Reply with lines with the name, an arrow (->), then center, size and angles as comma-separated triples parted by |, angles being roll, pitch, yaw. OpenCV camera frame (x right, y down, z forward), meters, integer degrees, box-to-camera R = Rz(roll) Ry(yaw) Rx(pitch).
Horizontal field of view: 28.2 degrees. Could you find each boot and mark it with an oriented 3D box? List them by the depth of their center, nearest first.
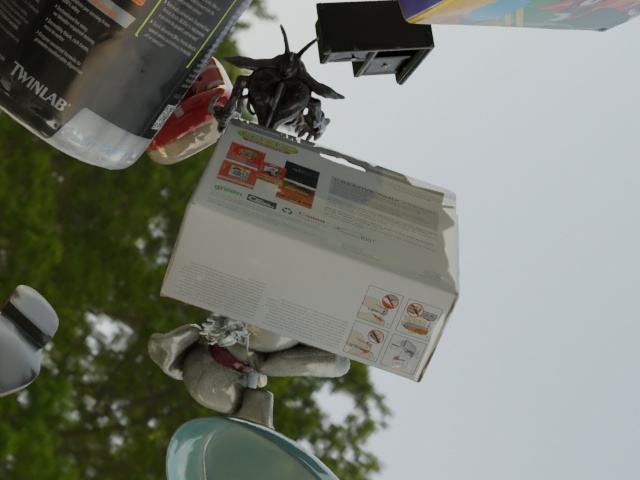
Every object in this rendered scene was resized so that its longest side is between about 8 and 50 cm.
boot -> -0.431, 0.157, 1.641 | 0.115, 0.112, 0.305 | -40, -173, 12

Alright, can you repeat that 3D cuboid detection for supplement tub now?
supplement tub -> -0.175, -0.253, 1.220 | 0.338, 0.207, 0.207 | -52, -155, 8

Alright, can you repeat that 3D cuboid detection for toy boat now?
toy boat -> -0.209, -0.214, 1.796 | 0.151, 0.151, 0.231 | -30, -148, 2

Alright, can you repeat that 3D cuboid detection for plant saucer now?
plant saucer -> -0.038, 0.310, 1.333 | 0.044, 0.317, 0.318 | -34, -167, -38

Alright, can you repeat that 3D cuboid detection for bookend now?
bookend -> 0.058, -0.270, 1.766 | 0.156, 0.157, 0.072 | 137, -53, -72

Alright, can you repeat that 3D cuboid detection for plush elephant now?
plush elephant -> -0.105, 0.159, 1.938 | 0.330, 0.272, 0.255 | -24, 155, -51

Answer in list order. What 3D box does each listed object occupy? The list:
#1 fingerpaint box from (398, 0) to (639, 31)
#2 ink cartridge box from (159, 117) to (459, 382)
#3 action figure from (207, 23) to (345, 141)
fingerpaint box -> 0.167, -0.420, 1.115 | 0.163, 0.444, 0.371 | -21, 173, 37
ink cartridge box -> 0.000, 0.000, 1.499 | 0.272, 0.310, 0.130 | -76, -174, -62
action figure -> -0.072, -0.146, 1.654 | 0.141, 0.164, 0.275 | -101, -150, -74
